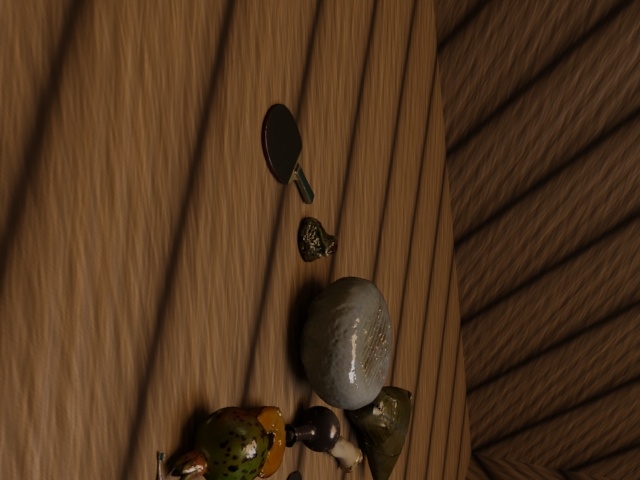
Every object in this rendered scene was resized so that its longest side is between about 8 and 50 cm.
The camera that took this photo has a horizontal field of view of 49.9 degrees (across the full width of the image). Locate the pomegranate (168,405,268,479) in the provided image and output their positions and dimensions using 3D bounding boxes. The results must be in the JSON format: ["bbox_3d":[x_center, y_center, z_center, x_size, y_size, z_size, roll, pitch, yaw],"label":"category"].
[{"bbox_3d":[-0.196,0.415,1.354,0.205,0.159,0.159,-17,111,-38],"label":"pomegranate"}]

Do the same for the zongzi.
[{"bbox_3d":[0.173,0.651,2.230,0.323,0.160,0.360,25,77,-59],"label":"zongzi"}]

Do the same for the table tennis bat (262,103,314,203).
[{"bbox_3d":[-0.072,-0.201,1.694,0.301,0.022,0.173,63,37,-47],"label":"table tennis bat"}]

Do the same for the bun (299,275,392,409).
[{"bbox_3d":[0.064,0.268,1.835,0.362,0.211,0.362,7,90,-66],"label":"bun"}]

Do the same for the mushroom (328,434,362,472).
[{"bbox_3d":[0.064,0.635,2.070,0.084,0.071,0.209,-46,141,-9],"label":"mushroom"}]

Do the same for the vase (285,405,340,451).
[{"bbox_3d":[-0.029,0.496,1.793,0.183,0.120,0.120,8,86,-52],"label":"vase"}]

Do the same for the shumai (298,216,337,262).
[{"bbox_3d":[0.000,0.001,1.805,0.099,0.087,0.124,-57,141,-47],"label":"shumai"}]

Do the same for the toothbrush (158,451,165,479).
[{"bbox_3d":[-0.298,0.457,1.281,0.011,0.013,0.131,-6,101,-61],"label":"toothbrush"}]

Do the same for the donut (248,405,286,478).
[{"bbox_3d":[-0.142,0.458,1.577,0.178,0.065,0.162,39,52,-60],"label":"donut"}]

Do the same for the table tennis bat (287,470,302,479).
[{"bbox_3d":[-0.081,0.657,1.804,0.156,0.013,0.087,18,77,-66],"label":"table tennis bat"}]
